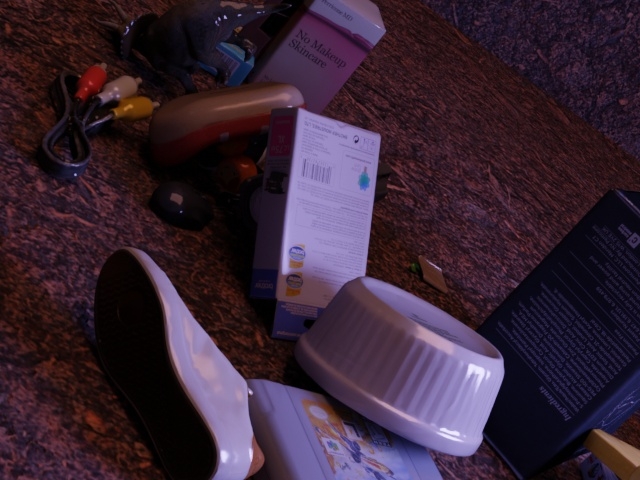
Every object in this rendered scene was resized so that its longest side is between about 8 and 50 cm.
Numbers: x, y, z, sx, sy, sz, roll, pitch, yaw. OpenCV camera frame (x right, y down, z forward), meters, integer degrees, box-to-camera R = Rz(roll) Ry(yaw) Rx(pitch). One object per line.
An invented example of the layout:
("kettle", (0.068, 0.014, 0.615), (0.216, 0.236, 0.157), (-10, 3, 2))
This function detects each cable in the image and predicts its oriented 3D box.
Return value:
("cable", (-0.322, -0.177, 1.694), (0.139, 0.072, 0.287), (34, 23, -2))

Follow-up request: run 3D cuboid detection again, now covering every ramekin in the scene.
("ramekin", (0.110, 0.150, 1.602), (0.273, 0.127, 0.273), (28, 7, -4))

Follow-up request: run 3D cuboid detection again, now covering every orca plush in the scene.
("orca plush", (-0.097, -0.170, 1.989), (0.287, 0.102, 0.151), (4, 42, -55))

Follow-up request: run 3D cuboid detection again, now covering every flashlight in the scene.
("flashlight", (-0.007, -0.065, 1.886), (0.103, 0.103, 0.304), (17, 15, 26))

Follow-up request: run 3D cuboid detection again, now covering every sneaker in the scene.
("sneaker", (-0.152, 0.140, 1.360), (0.123, 0.106, 0.290), (12, 47, -56))

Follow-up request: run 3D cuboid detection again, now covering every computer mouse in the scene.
("computer mouse", (-0.150, -0.053, 1.775), (0.071, 0.041, 0.242), (49, 23, 21))

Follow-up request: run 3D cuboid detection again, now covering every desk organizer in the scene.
("desk organizer", (-0.089, -0.389, 2.208), (0.050, 0.130, 0.047), (42, 22, -5))

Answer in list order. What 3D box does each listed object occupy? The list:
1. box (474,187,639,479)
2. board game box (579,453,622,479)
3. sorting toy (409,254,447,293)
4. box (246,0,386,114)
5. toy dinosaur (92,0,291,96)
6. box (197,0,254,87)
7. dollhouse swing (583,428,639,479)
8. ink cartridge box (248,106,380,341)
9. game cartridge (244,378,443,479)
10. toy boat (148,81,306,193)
("box", (0.417, 0.133, 1.859), (0.212, 0.395, 0.293), (49, 23, 21))
("board game box", (0.532, 0.457, 1.890), (0.305, 0.053, 0.193), (34, 25, -15))
("sorting toy", (0.179, 0.053, 2.130), (0.083, 0.012, 0.062), (33, 29, -26))
("box", (-0.012, -0.355, 2.289), (0.149, 0.232, 0.126), (30, 24, -23))
("toy dinosaur", (-0.200, -0.319, 1.976), (0.160, 0.314, 0.121), (51, 39, -41))
("box", (-0.172, -0.367, 2.285), (0.101, 0.060, 0.244), (33, 24, -18))
("dollhouse swing", (0.485, 0.467, 1.709), (0.347, 0.315, 0.305), (28, -9, -23))
("ink cartridge box", (-0.008, -0.013, 1.725), (0.186, 0.065, 0.311), (13, 79, -49))
("game cartridge", (0.039, 0.271, 1.468), (0.297, 0.062, 0.198), (20, 26, -40))
("toy boat", (-0.131, -0.141, 1.814), (0.231, 0.151, 0.151), (-13, 13, -19))
